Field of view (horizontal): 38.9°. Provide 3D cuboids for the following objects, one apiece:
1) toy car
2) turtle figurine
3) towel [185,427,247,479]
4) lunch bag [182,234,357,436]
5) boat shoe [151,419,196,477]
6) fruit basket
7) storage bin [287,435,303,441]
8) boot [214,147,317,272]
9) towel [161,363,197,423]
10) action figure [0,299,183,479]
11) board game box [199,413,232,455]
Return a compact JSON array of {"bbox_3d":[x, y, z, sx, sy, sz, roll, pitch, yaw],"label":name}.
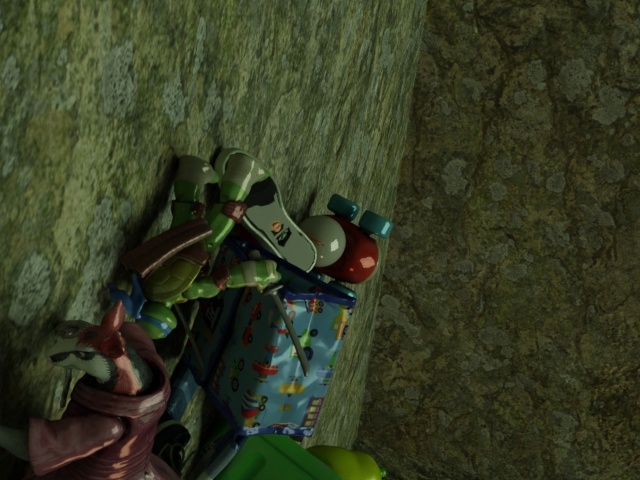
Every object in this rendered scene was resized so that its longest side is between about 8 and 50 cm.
[{"bbox_3d":[0.000,0.000,1.989,0.238,0.210,0.219,25,94,-50],"label":"toy car"},{"bbox_3d":[-0.145,0.032,1.236,0.198,0.275,0.266,-24,-133,60],"label":"turtle figurine"},{"bbox_3d":[-0.219,0.391,1.345,0.285,0.034,0.209,-46,177,-4],"label":"towel"},{"bbox_3d":[-0.106,0.132,1.382,0.138,0.293,0.220,11,102,-37],"label":"lunch bag"},{"bbox_3d":[-0.249,0.338,1.350,0.095,0.079,0.254,-64,168,9],"label":"boat shoe"},{"bbox_3d":[-0.056,0.511,1.846,0.392,0.283,0.392,-50,165,-19],"label":"fruit basket"},{"bbox_3d":[-0.098,0.394,2.039,0.180,0.122,0.084,64,41,-72],"label":"storage bin"},{"bbox_3d":[-0.128,-0.046,1.494,0.088,0.176,0.244,-44,118,-24],"label":"boot"},{"bbox_3d":[-0.229,0.246,1.488,0.067,0.029,0.119,93,18,-49],"label":"towel"},{"bbox_3d":[-0.227,0.222,0.955,0.248,0.276,0.370,-52,169,-48],"label":"action figure"},{"bbox_3d":[-0.122,0.310,1.706,0.260,0.030,0.136,-38,-165,37],"label":"board game box"}]
